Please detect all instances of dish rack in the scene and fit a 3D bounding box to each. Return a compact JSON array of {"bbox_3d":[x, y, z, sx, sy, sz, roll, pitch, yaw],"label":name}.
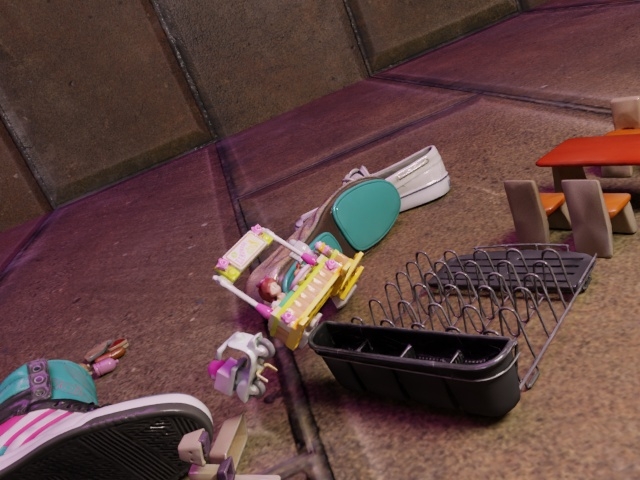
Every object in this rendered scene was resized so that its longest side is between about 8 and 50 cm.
[{"bbox_3d":[0.145,0.061,0.622,0.208,0.074,0.271,0,29,44],"label":"dish rack"}]

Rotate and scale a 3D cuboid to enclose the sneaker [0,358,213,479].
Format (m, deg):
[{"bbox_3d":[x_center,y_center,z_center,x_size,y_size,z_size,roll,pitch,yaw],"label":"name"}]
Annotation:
[{"bbox_3d":[-0.246,0.190,0.646,0.296,0.123,0.178,-22,30,5],"label":"sneaker"}]

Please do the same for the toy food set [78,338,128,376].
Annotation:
[{"bbox_3d":[-0.315,0.174,0.894,0.078,0.019,0.122,-14,14,19],"label":"toy food set"}]

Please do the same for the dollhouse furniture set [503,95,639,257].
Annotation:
[{"bbox_3d":[0.376,-0.103,0.706,0.262,0.135,0.259,-34,23,-29],"label":"dollhouse furniture set"}]

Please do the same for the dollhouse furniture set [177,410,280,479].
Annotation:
[{"bbox_3d":[-0.061,0.180,0.545,0.081,0.090,0.114,-2,21,10],"label":"dollhouse furniture set"}]

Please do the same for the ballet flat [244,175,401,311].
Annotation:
[{"bbox_3d":[0.000,0.000,0.890,0.106,0.107,0.316,-12,20,43],"label":"ballet flat"}]

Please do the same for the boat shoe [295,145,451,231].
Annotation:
[{"bbox_3d":[0.076,-0.078,1.018,0.268,0.088,0.096,-19,18,10],"label":"boat shoe"}]

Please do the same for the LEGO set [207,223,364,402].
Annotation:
[{"bbox_3d":[-0.032,0.042,0.671,0.107,0.132,0.287,32,27,10],"label":"LEGO set"}]
